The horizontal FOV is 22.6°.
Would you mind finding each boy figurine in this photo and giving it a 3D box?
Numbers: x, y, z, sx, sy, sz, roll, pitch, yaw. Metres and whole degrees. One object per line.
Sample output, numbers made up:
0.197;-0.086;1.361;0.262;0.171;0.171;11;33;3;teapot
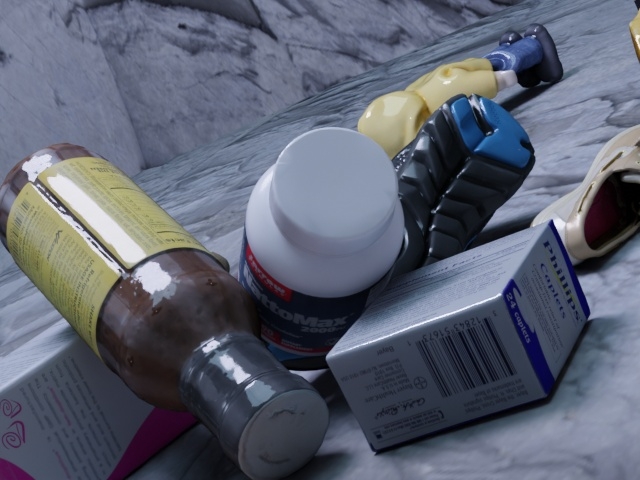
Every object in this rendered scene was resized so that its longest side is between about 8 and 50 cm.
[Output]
0.173;-0.180;1.991;0.285;0.092;0.177;-32;12;-30;boy figurine

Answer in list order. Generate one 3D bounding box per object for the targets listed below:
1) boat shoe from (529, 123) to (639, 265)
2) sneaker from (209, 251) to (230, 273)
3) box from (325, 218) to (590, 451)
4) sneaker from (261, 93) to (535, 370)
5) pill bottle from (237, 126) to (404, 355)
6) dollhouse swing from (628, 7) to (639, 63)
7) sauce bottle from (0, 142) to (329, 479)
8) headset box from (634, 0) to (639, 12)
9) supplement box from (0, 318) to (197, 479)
0.228;-0.034;1.195;0.170;0.063;0.059;-43;20;-30;boat shoe
-0.132;0.040;1.674;0.086;0.064;0.192;-34;9;-18;sneaker
0.090;0.059;1.007;0.126;0.072;0.137;-21;11;28;box
0.053;0.017;1.295;0.341;0.125;0.140;-38;-12;-41;sneaker
0.000;0.000;1.091;0.108;0.108;0.180;-29;-19;-17;pill bottle
0.335;-0.196;0.829;0.304;0.315;0.347;-5;36;1;dollhouse swing
-0.116;0.047;1.119;0.111;0.111;0.344;-29;41;-18;sauce bottle
0.386;-0.338;1.682;0.110;0.293;0.218;-19;11;33;headset box
-0.199;0.135;1.219;0.114;0.111;0.220;-16;13;43;supplement box
